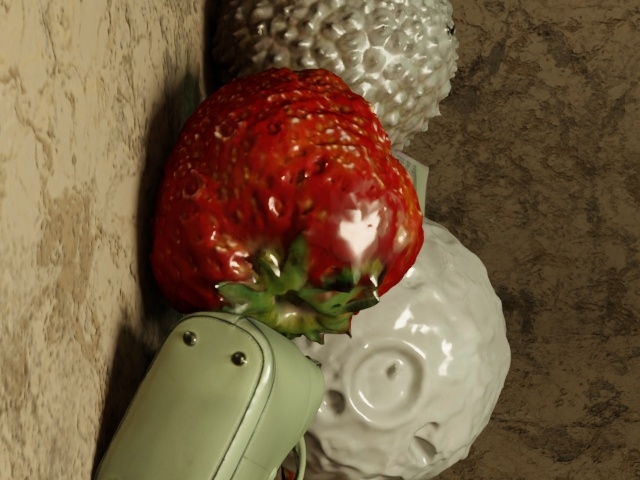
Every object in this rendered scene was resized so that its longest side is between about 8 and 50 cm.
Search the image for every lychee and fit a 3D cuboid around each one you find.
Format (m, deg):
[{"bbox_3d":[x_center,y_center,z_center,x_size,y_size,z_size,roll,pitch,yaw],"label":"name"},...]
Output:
[{"bbox_3d":[0.017,-0.217,1.350,0.300,0.300,0.300,1,90,-81],"label":"lychee"}]

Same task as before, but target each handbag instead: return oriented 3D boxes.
[{"bbox_3d":[-0.083,0.194,1.079,0.241,0.109,0.315,-62,162,-11],"label":"handbag"}]

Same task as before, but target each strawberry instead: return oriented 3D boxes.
[{"bbox_3d":[-0.032,-0.044,1.118,0.257,0.257,0.276,71,13,-66],"label":"strawberry"}]

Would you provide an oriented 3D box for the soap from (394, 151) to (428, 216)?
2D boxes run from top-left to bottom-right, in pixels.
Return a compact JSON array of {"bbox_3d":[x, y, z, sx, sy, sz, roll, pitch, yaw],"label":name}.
[{"bbox_3d":[0.036,-0.048,1.649,0.199,0.138,0.182,24,60,-36],"label":"soap"}]

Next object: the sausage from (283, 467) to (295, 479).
[{"bbox_3d":[-0.019,0.266,1.774,0.083,0.083,0.263,-35,126,-80],"label":"sausage"}]

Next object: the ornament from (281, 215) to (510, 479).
[{"bbox_3d":[0.052,0.123,1.356,0.337,0.337,0.337,1,90,-81],"label":"ornament"}]
